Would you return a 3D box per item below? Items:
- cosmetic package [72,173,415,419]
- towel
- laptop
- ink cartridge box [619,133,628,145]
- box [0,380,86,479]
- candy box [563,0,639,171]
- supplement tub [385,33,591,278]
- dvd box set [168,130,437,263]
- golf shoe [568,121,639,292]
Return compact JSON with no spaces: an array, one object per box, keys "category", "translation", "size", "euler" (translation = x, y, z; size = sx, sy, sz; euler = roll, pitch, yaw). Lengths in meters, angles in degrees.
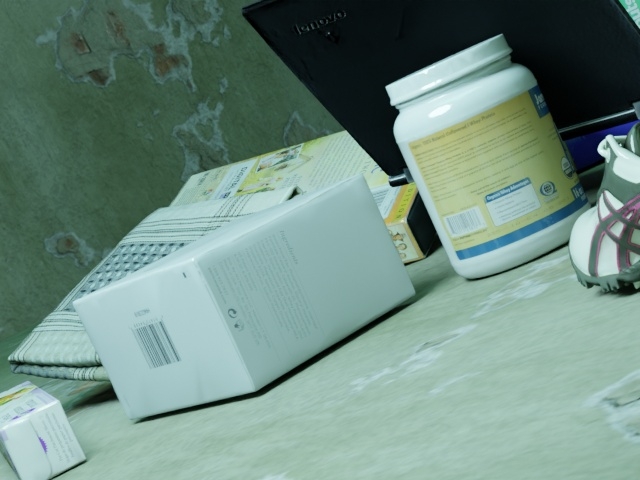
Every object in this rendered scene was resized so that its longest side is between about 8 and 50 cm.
[{"category":"cosmetic package","translation":[-0.073,0.056,1.574],"size":[0.224,0.138,0.224],"euler":[-30,7,-38]},{"category":"towel","translation":[-0.175,0.048,1.878],"size":[0.324,0.056,0.312],"euler":[-2,34,43]},{"category":"laptop","translation":[0.212,-0.215,1.701],"size":[0.382,0.236,0.408],"euler":[-14,6,42]},{"category":"ink cartridge box","translation":[0.435,-0.132,1.590],"size":[0.275,0.060,0.239],"euler":[-22,7,22]},{"category":"box","translation":[-0.295,0.190,1.642],"size":[0.063,0.067,0.324],"euler":[-27,6,-14]},{"category":"candy box","translation":[0.375,-0.261,2.017],"size":[0.317,0.268,0.122],"euler":[-25,1,2]},{"category":"supplement tub","translation":[0.157,-0.080,1.542],"size":[0.144,0.200,0.144],"euler":[-24,5,2]},{"category":"dvd box set","translation":[-0.029,-0.035,2.037],"size":[0.420,0.062,0.308],"euler":[-15,27,26]},{"category":"golf shoe","translation":[0.239,-0.031,1.134],"size":[0.105,0.120,0.273],"euler":[-27,4,-14]}]
